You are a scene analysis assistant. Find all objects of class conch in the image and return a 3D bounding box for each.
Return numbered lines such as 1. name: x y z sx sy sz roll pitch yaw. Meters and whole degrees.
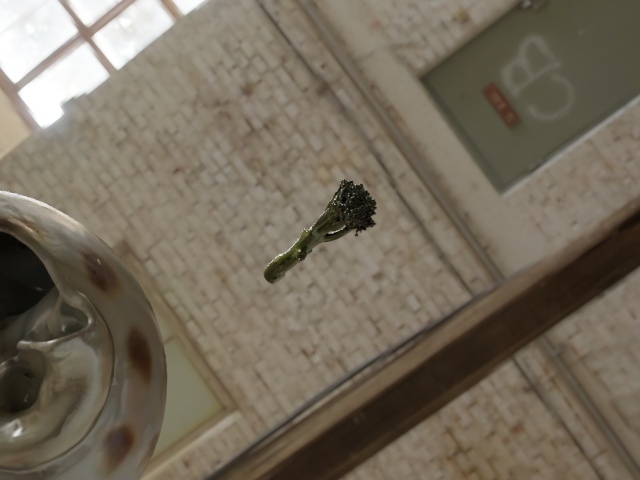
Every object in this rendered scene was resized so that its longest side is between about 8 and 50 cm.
1. conch: -0.174 0.082 0.665 0.148 0.275 0.183 -3 -112 -53

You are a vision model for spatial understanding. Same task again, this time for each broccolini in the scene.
1. broccolini: 0.000 -0.002 1.561 0.058 0.216 0.067 -27 -101 -39
